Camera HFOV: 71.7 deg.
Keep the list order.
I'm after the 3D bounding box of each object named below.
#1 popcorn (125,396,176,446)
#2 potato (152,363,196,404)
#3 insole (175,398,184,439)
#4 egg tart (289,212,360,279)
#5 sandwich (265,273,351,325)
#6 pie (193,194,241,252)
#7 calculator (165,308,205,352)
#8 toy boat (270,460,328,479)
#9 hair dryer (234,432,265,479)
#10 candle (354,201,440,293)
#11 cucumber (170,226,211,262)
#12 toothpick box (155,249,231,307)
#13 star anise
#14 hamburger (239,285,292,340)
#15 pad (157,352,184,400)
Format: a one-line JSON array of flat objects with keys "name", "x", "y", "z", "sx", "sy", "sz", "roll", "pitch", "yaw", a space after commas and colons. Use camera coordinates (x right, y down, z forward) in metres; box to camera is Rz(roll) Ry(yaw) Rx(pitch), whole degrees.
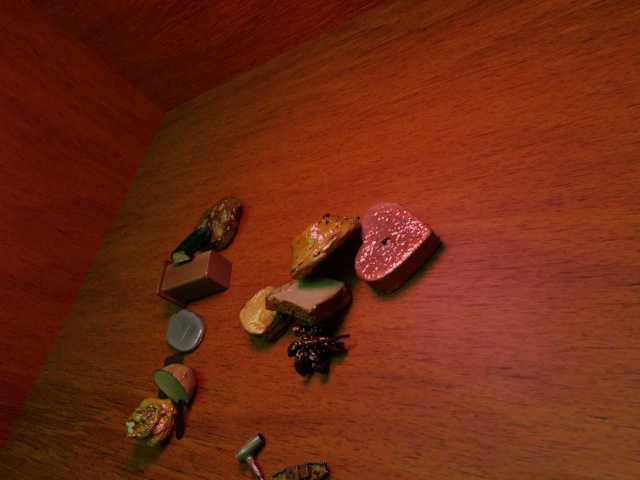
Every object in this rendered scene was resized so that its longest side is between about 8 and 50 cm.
[{"name": "popcorn", "x": -0.682, "y": 0.725, "z": 1.793, "sx": 0.197, "sy": 0.156, "sz": 0.198, "roll": -23, "pitch": 37, "yaw": 19}, {"name": "potato", "x": -0.583, "y": 0.571, "z": 1.835, "sx": 0.202, "sy": 0.182, "sz": 0.117, "roll": -18, "pitch": 18, "yaw": 41}, {"name": "insole", "x": -0.561, "y": 0.714, "z": 1.769, "sx": 0.053, "sy": 0.002, "sz": 0.153, "roll": -13, "pitch": 73, "yaw": 34}, {"name": "egg tart", "x": -0.003, "y": 0.003, "z": 1.624, "sx": 0.341, "sy": 0.129, "sz": 0.341, "roll": -43, "pitch": -3, "yaw": -2}, {"name": "sandwich", "x": -0.041, "y": 0.206, "z": 1.583, "sx": 0.251, "sy": 0.087, "sz": 0.226, "roll": 9, "pitch": 31, "yaw": 44}, {"name": "pie", "x": -0.524, "y": -0.087, "z": 2.269, "sx": 0.354, "sy": 0.103, "sz": 0.289, "roll": -21, "pitch": 50, "yaw": 35}, {"name": "calculator", "x": -0.635, "y": 0.413, "z": 2.053, "sx": 0.298, "sy": 0.041, "sz": 0.186, "roll": 15, "pitch": 72, "yaw": 44}, {"name": "toy boat", "x": -0.064, "y": 0.700, "z": 1.328, "sx": 0.206, "sy": 0.072, "sz": 0.065, "roll": -29, "pitch": 48, "yaw": 24}, {"name": "hair dryer", "x": -0.213, "y": 0.733, "z": 1.464, "sx": 0.106, "sy": 0.054, "sz": 0.154, "roll": -39, "pitch": 53, "yaw": 6}, {"name": "candle", "x": 0.253, "y": 0.012, "z": 1.503, "sx": 0.287, "sy": 0.131, "sz": 0.317, "roll": -7, "pitch": 58, "yaw": 35}, {"name": "cucumber", "x": -0.609, "y": 0.005, "z": 2.106, "sx": 0.115, "sy": 0.063, "sz": 0.244, "roll": -8, "pitch": 32, "yaw": 30}, {"name": "toothpick box", "x": -0.589, "y": 0.173, "z": 2.090, "sx": 0.307, "sy": 0.187, "sz": 0.190, "roll": -19, "pitch": 49, "yaw": 26}, {"name": "star anise", "x": -0.027, "y": 0.350, "z": 1.510, "sx": 0.220, "sy": 0.125, "sz": 0.190, "roll": -54, "pitch": 38, "yaw": 0}, {"name": "hamburger", "x": -0.212, "y": 0.285, "z": 1.726, "sx": 0.213, "sy": 0.108, "sz": 0.214, "roll": -22, "pitch": 51, "yaw": 29}, {"name": "pad", "x": -0.665, "y": 0.607, "z": 1.971, "sx": 0.142, "sy": 0.003, "sz": 0.212, "roll": -23, "pitch": 49, "yaw": 28}]
